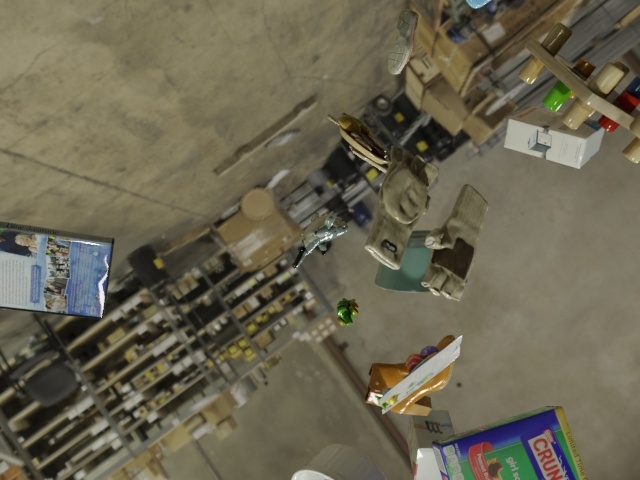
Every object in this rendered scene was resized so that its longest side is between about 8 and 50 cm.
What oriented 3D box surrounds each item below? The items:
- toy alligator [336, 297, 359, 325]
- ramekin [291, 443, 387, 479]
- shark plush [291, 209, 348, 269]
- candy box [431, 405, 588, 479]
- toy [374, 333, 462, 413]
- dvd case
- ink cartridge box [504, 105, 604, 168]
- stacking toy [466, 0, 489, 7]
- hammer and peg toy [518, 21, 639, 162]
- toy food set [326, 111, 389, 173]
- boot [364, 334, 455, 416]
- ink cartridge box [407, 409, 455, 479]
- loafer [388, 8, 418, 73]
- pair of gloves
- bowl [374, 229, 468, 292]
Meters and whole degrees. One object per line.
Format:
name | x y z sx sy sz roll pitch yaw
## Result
toy alligator | 0.069 0.181 1.628 0.056 0.051 0.190 -41 -173 13
ramekin | 0.065 0.701 1.645 0.135 0.277 0.277 -36 176 -45
shark plush | 0.000 0.000 1.234 0.073 0.067 0.161 -13 -150 42
candy box | 0.465 0.574 1.432 0.317 0.268 0.122 -16 168 -6
toy | 0.221 0.298 1.375 0.237 0.056 0.137 -38 151 -12
dvd case | -0.482 0.050 0.986 0.252 0.022 0.180 9 127 -18
ink cartridge box | 0.565 -0.256 1.439 0.139 0.190 0.082 -30 132 -41
stacking toy | 0.373 -0.671 1.371 0.165 0.175 0.302 -35 180 20
hammer and peg toy | 0.551 -0.247 1.115 0.265 0.361 0.127 18 124 -27
toy food set | 0.089 -0.200 1.170 0.039 0.132 0.192 -52 -149 18
boot | 0.255 0.383 1.738 0.104 0.211 0.295 -87 -165 -69
ink cartridge box | 0.343 0.627 1.832 0.127 0.128 0.176 2 -156 0
loafer | 0.171 -0.395 1.191 0.039 0.045 0.125 -8 118 -43
pair of gloves | 0.179 -0.024 0.985 0.042 0.240 0.204 -7 -120 55
bowl | 0.331 0.058 1.986 0.311 0.163 0.311 -4 -171 1
